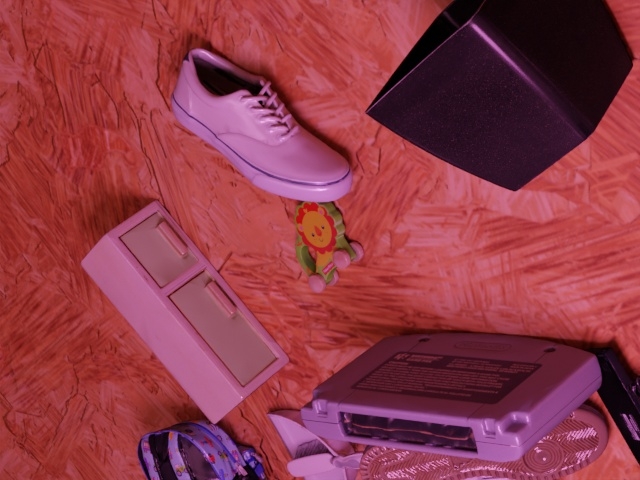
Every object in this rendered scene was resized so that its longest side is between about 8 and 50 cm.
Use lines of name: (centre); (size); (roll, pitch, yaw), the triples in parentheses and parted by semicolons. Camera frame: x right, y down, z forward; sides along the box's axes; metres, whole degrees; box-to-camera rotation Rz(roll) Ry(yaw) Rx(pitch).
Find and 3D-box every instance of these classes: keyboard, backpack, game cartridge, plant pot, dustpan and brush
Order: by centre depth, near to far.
plant pot: (0.188, -0.162, 1.725); (0.167, 0.188, 0.187); (43, 138, -6)
keyboard: (0.356, 0.194, 1.930); (0.192, 0.038, 0.100); (59, 161, -9)
game cartridge: (0.149, 0.165, 1.957); (0.297, 0.198, 0.062); (2, 110, 41)
dustpan and brush: (0.013, 0.277, 2.256); (0.211, 0.060, 0.147); (-19, 104, 47)
backpack: (-0.157, 0.313, 2.389); (0.158, 0.117, 0.173); (-15, 107, 46)

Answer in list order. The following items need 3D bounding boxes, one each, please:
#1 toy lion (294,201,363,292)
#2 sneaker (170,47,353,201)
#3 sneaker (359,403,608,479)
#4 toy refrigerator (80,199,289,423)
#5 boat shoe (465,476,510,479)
toy lion: (0.000, 0.000, 2.105); (0.096, 0.034, 0.100); (54, 139, 9)
sneaker: (-0.071, -0.132, 2.027); (0.258, 0.094, 0.091); (31, 138, 23)
sneaker: (0.188, 0.209, 2.045); (0.282, 0.153, 0.099); (-11, 110, 12)
toy refrigerator: (-0.170, 0.089, 2.260); (0.269, 0.102, 0.094); (50, 138, 3)
boat shoe: (0.175, 0.293, 2.119); (0.258, 0.095, 0.084); (-4, 87, 39)
